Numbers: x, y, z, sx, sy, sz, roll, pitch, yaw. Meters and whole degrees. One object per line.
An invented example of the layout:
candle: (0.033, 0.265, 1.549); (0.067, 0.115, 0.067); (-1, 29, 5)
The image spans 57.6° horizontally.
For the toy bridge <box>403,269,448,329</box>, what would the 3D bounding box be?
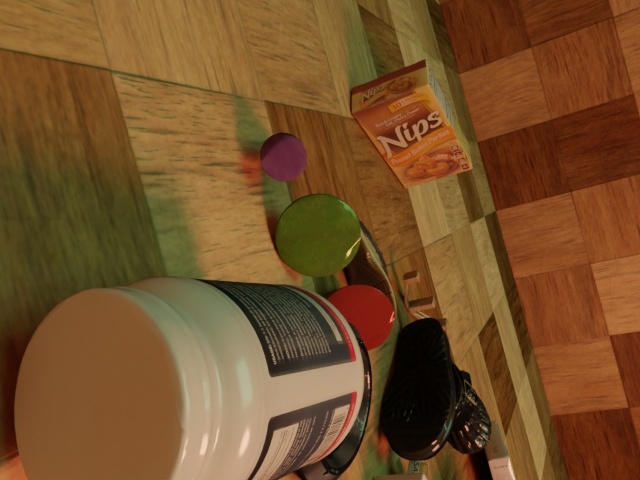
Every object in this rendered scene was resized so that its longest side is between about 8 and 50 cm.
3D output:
toy bridge: (0.225, 0.143, 1.300); (0.188, 0.063, 0.026); (55, 32, -32)

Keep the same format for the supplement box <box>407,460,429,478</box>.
supplement box: (0.167, 0.441, 1.018); (0.062, 0.036, 0.098); (-65, 156, -54)

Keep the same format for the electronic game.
electronic game: (0.018, 0.227, 0.821); (0.229, 0.048, 0.229); (-8, 99, -62)

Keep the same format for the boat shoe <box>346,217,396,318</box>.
boat shoe: (0.085, 0.045, 1.055); (0.224, 0.080, 0.073); (62, 33, -15)

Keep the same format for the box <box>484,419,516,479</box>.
box: (0.481, 0.658, 1.489); (0.232, 0.058, 0.322); (-22, 98, -79)

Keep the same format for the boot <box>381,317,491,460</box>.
boot: (0.240, 0.346, 1.143); (0.260, 0.131, 0.348); (63, 27, -23)

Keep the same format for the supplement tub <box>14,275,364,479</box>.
supplement tub: (-0.094, 0.129, 0.516); (0.272, 0.191, 0.191); (13, 65, -62)

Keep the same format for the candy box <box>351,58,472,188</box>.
candy box: (0.223, -0.262, 1.379); (0.316, 0.182, 0.088); (43, 39, -48)

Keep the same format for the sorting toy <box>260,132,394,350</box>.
sorting toy: (0.000, 0.000, 0.916); (0.126, 0.127, 0.366); (-113, 178, -73)

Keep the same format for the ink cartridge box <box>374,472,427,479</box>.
ink cartridge box: (0.153, 0.502, 0.927); (0.212, 0.093, 0.154); (60, 30, -25)
